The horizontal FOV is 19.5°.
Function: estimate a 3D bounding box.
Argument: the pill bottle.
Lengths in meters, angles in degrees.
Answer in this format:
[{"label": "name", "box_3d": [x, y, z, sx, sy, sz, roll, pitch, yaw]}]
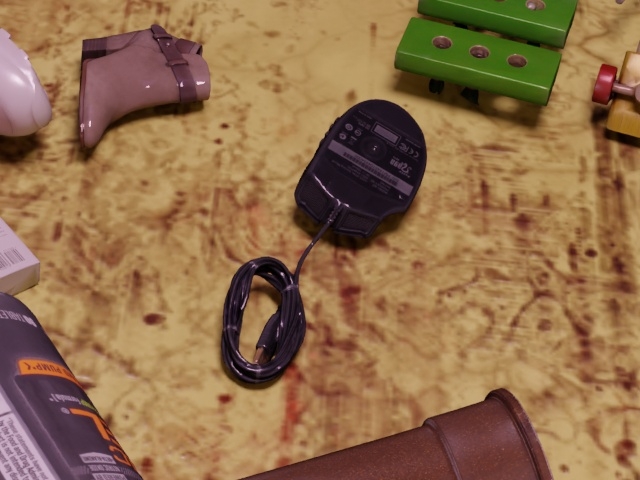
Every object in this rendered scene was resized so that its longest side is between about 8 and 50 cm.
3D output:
[{"label": "pill bottle", "box_3d": [-0.146, 0.148, 0.927, 0.130, 0.130, 0.246, -21, 53, -26]}]

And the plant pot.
[{"label": "plant pot", "box_3d": [0.027, 0.168, 0.921, 0.165, 0.167, 0.167, -10, 47, -7]}]

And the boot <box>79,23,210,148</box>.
[{"label": "boot", "box_3d": [-0.117, -0.102, 1.239, 0.087, 0.042, 0.118, 4, 46, -8]}]

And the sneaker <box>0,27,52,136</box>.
[{"label": "sneaker", "box_3d": [-0.276, -0.114, 1.207, 0.235, 0.090, 0.095, 26, 56, 26]}]

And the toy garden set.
[{"label": "toy garden set", "box_3d": [0.179, -0.164, 1.342, 0.203, 0.049, 0.244, 15, 45, 9]}]

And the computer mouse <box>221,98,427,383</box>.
[{"label": "computer mouse", "box_3d": [0.000, 0.000, 1.165, 0.071, 0.041, 0.242, 33, 53, 1]}]

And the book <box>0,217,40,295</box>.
[{"label": "book", "box_3d": [-0.250, -0.009, 1.136, 0.096, 0.035, 0.144, -24, 54, -32]}]
